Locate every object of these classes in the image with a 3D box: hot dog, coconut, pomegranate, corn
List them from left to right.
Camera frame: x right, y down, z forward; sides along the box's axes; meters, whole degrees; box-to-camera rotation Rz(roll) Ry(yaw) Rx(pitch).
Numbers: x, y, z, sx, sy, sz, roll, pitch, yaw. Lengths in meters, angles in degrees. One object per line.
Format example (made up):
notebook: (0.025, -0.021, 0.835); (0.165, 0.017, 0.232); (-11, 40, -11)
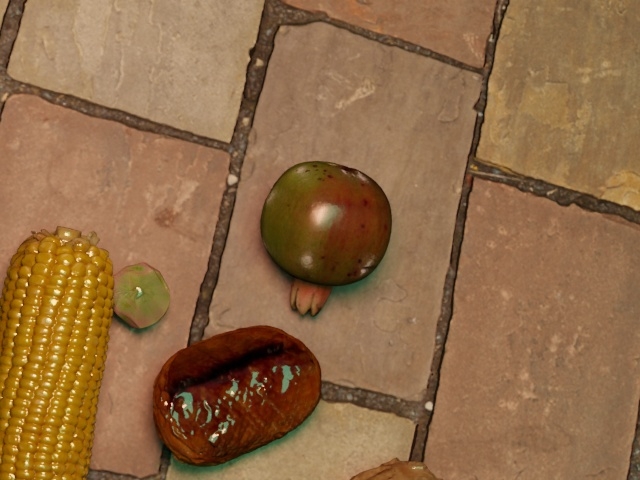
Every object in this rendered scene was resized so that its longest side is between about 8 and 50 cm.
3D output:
corn: (-0.333, 0.170, 1.816); (0.144, 0.144, 0.387); (11, 77, -15)
coconut: (-0.230, 0.069, 1.901); (0.082, 0.081, 0.083); (21, 83, 0)
hot dog: (-0.109, 0.195, 1.903); (0.227, 0.099, 0.160); (-15, 85, -21)
pomegranate: (0.000, 0.000, 1.949); (0.180, 0.180, 0.209); (13, 109, -15)

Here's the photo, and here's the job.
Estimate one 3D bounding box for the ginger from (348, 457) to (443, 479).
ginger: (0.021, 0.407, 1.870); (0.375, 0.176, 0.256); (-1, 96, -18)
